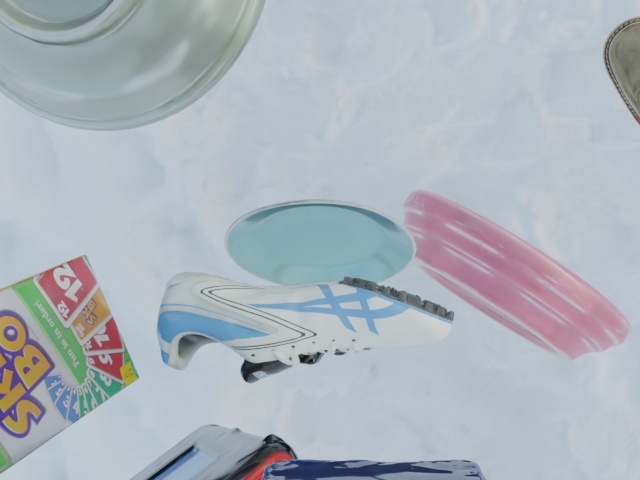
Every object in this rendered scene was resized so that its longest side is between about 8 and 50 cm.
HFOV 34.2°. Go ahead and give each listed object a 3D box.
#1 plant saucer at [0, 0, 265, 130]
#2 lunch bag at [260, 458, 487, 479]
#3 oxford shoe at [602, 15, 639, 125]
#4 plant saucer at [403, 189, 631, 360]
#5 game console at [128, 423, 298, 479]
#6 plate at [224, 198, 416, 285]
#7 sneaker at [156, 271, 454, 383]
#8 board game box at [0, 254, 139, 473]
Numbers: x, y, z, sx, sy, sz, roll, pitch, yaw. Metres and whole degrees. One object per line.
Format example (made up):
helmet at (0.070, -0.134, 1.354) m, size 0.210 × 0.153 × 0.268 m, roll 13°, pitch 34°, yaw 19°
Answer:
plant saucer at (-0.246, -0.306, 1.043) m, size 0.400 × 0.100 × 0.401 m, roll 4°, pitch 102°, yaw 17°
lunch bag at (0.024, 0.120, 0.390) m, size 0.098 × 0.067 × 0.065 m, roll 0°, pitch 89°, yaw 4°
oxford shoe at (0.435, -0.112, 1.097) m, size 0.348 × 0.130 × 0.123 m, roll 46°, pitch 108°, yaw 12°
plant saucer at (0.238, 0.056, 1.356) m, size 0.332 × 0.332 × 0.084 m, roll 34°, pitch 88°, yaw 19°
game console at (-0.184, 0.244, 0.730) m, size 0.342 × 0.386 × 0.060 m, roll -40°, pitch 92°, yaw -14°
plate at (0.000, 0.000, 1.022) m, size 0.188 × 0.188 × 0.024 m, roll -13°, pitch 59°, yaw 26°
sneaker at (-0.014, 0.070, 0.809) m, size 0.237 × 0.085 × 0.086 m, roll 0°, pitch 81°, yaw 17°
board game box at (-0.238, 0.098, 0.823) m, size 0.039 × 0.259 × 0.124 m, roll -21°, pitch 95°, yaw 24°
